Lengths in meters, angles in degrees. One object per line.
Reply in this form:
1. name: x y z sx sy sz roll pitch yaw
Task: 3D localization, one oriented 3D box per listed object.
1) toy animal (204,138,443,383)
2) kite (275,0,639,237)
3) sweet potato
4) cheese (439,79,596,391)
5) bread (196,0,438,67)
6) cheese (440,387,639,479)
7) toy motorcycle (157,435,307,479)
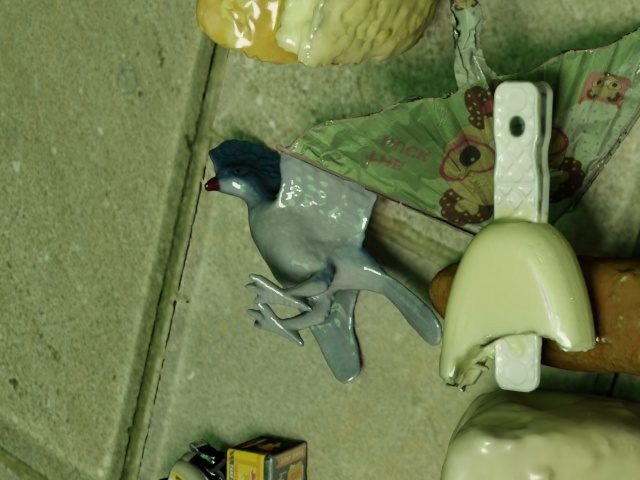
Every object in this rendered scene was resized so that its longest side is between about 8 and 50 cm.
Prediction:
1. toy animal: 0.000 0.000 1.402 0.255 0.176 0.239 23 142 9
2. kite: 0.133 -0.086 1.260 0.323 0.013 0.267 -17 128 6
3. sweet potato: 0.219 0.055 1.254 0.355 0.095 0.106 15 147 37
4. cheese: 0.143 0.000 1.225 0.127 0.050 0.235 3 93 43
5. bread: 0.038 -0.318 1.227 0.165 0.236 0.375 20 109 23
6. cheese: 0.204 0.203 1.275 0.248 0.251 0.173 9 93 0
7. toy motorcycle: -0.086 0.311 1.554 0.157 0.091 0.263 5 101 33
